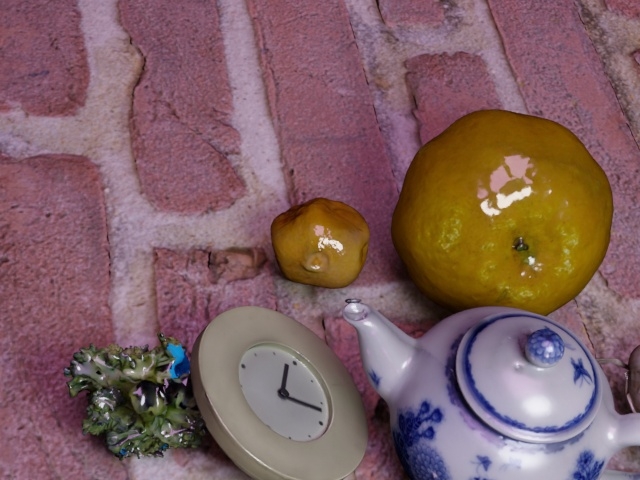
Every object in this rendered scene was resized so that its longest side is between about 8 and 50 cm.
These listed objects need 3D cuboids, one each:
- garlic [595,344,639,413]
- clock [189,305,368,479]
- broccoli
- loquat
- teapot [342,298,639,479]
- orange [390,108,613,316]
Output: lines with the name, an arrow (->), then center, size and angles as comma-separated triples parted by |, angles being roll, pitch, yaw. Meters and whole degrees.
garlic -> 0.426, 0.150, 1.365 | 0.257, 0.207, 0.207 | 29, 52, -1
clock -> -0.046, 0.179, 1.309 | 0.235, 0.029, 0.235 | 28, 37, -24
broccoli -> -0.194, 0.172, 1.266 | 0.154, 0.160, 0.167 | -34, 93, -19
loquat -> 0.000, 0.000, 1.470 | 0.137, 0.113, 0.137 | 1, 31, 0
teapot -> 0.211, 0.179, 1.263 | 0.424, 0.280, 0.252 | 22, 53, 5
orange -> 0.227, -0.029, 1.446 | 0.279, 0.279, 0.235 | 3, 24, -9
